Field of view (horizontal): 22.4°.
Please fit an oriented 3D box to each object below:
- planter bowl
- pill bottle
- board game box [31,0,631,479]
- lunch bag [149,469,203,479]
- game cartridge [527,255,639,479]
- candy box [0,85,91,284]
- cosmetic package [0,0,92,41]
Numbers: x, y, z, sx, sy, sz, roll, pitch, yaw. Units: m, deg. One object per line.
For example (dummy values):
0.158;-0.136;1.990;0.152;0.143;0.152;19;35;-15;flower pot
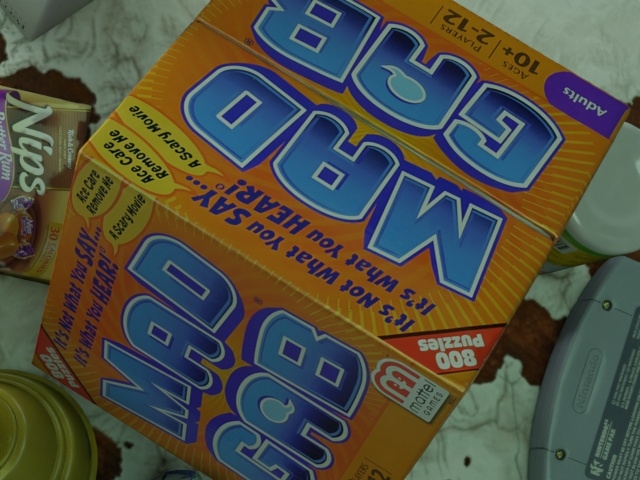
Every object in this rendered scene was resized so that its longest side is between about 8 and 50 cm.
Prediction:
-0.327;0.202;1.535;0.217;0.090;0.217;-2;61;4;planter bowl
0.245;-0.037;1.691;0.136;0.246;0.136;4;80;-22;pill bottle
0.000;0.000;1.475;0.357;0.356;0.356;31;55;5;board game box
-0.221;0.337;1.521;0.303;0.243;0.115;-36;94;-18;lunch bag
0.344;0.178;1.803;0.198;0.062;0.297;22;78;-8;game cartridge
-0.304;-0.057;1.641;0.109;0.053;0.186;13;82;-14;candy box
-0.260;-0.349;1.515;0.156;0.385;0.217;-40;93;-17;cosmetic package
